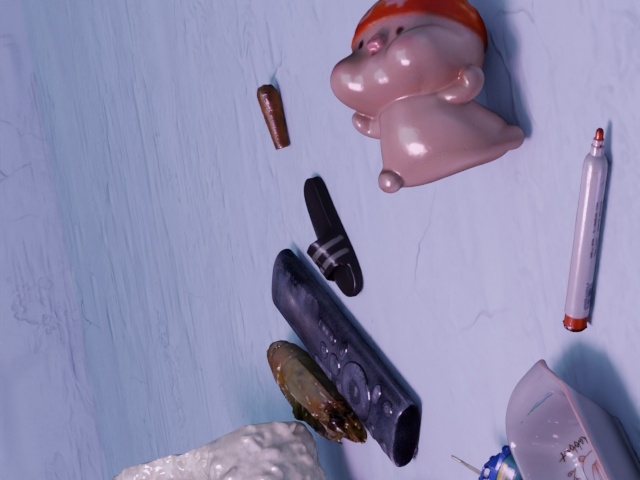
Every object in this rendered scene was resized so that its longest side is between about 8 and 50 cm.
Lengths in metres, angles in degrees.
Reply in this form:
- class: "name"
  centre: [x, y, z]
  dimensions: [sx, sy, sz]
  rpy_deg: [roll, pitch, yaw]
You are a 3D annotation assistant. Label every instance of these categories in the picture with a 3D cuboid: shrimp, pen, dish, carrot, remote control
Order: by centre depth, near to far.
- class: "pen"
  centre: [0.254, -0.009, 1.410]
  dimensions: [0.026, 0.026, 0.218]
  rpy_deg: [46, 142, 51]
- class: "dish"
  centre: [0.266, 0.229, 1.461]
  dimensions: [0.234, 0.064, 0.154]
  rpy_deg: [66, 155, 22]
- class: "remote control"
  centre: [0.027, 0.152, 2.003]
  dimensions: [0.377, 0.044, 0.107]
  rpy_deg: [-129, 31, -47]
- class: "carrot"
  centre: [-0.065, -0.174, 2.061]
  dimensions: [0.032, 0.032, 0.093]
  rpy_deg: [-5, 102, 67]
- class: "shrimp"
  centre: [-0.005, 0.233, 2.103]
  dimensions: [0.267, 0.061, 0.145]
  rpy_deg: [28, 139, 54]

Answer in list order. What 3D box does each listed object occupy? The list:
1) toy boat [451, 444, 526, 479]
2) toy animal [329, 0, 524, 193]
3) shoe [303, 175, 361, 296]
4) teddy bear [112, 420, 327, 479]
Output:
- class: "toy boat"
  centre: [0.190, 0.265, 1.626]
  dimensions: [0.110, 0.091, 0.175]
  rpy_deg: [35, 142, 32]
- class: "toy animal"
  centre: [0.107, -0.161, 1.514]
  dimensions: [0.171, 0.171, 0.197]
  rpy_deg: [-28, 80, 66]
- class: "shoe"
  centre: [0.000, 0.000, 1.975]
  dimensions: [0.071, 0.049, 0.179]
  rpy_deg: [123, 130, -61]
- class: "teddy bear"
  centre: [-0.084, 0.450, 2.077]
  dimensions: [0.375, 0.327, 0.362]
  rpy_deg: [-28, 65, 32]
